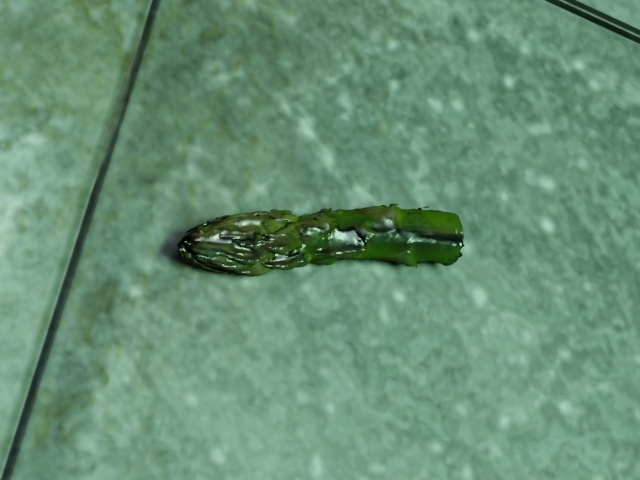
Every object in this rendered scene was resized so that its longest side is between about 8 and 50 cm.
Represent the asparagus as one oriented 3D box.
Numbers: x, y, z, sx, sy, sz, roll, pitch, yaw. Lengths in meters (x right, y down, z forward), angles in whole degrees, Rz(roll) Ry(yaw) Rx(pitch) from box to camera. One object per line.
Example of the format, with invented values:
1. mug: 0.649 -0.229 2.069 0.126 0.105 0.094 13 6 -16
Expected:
1. asparagus: 0.000 0.000 0.951 0.165 0.030 0.036 -4 102 -26
